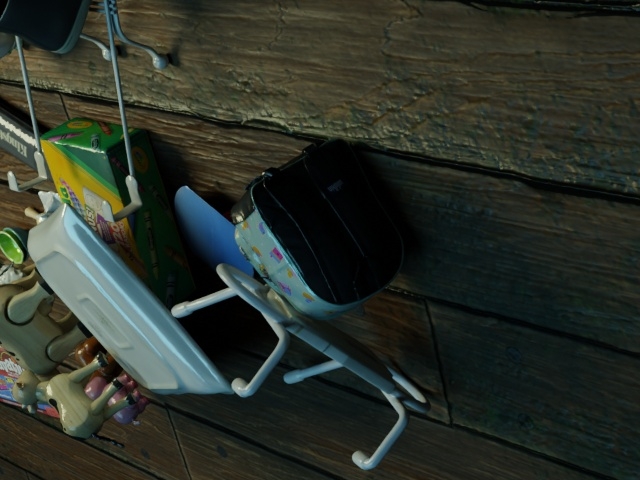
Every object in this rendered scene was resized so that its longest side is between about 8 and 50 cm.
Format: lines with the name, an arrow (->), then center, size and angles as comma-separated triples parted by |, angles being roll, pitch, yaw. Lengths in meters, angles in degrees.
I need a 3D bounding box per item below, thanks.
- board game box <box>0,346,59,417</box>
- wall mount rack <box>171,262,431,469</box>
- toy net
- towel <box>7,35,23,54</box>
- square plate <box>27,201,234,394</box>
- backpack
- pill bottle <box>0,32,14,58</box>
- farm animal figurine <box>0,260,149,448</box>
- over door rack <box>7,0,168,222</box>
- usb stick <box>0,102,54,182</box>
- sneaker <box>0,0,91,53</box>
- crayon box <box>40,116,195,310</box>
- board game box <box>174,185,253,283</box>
board game box -> -0.614, 0.273, 2.563 | 0.281, 0.027, 0.145 | 4, 120, 47
wall mount rack -> -0.038, 0.147, 1.623 | 0.350, 0.130, 0.304 | 35, -175, -27
toy net -> -0.472, -0.004, 2.154 | 0.122, 0.045, 0.232 | 54, 144, 1
towel -> -0.515, -0.453, 1.838 | 0.248, 0.038, 0.325 | 40, 143, 20
square plate -> -0.297, 0.108, 1.855 | 0.347, 0.049, 0.344 | 50, 159, -9
backpack -> 0.000, 0.000, 1.517 | 0.188, 0.166, 0.144 | 53, 148, 8
pill bottle -> -0.543, -0.345, 1.824 | 0.215, 0.117, 0.117 | 57, 145, -1
farm animal figurine -> -0.435, 0.192, 2.038 | 0.327, 0.172, 0.330 | 53, 176, -8
over door rack -> -0.321, -0.209, 1.735 | 0.239, 0.108, 0.324 | 15, 109, 41
usb stick -> -0.475, -0.162, 2.026 | 0.278, 0.045, 0.077 | 32, 140, 28
sneaker -> -0.336, -0.351, 1.577 | 0.083, 0.118, 0.222 | 16, 94, 40
crayon box -> -0.301, -0.038, 1.900 | 0.165, 0.081, 0.278 | 13, 129, 42
board game box -> -0.139, -0.008, 1.786 | 0.168, 0.033, 0.133 | 39, 147, 28
